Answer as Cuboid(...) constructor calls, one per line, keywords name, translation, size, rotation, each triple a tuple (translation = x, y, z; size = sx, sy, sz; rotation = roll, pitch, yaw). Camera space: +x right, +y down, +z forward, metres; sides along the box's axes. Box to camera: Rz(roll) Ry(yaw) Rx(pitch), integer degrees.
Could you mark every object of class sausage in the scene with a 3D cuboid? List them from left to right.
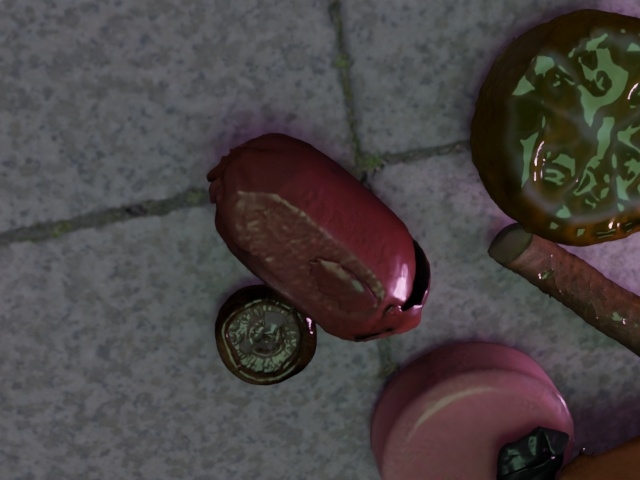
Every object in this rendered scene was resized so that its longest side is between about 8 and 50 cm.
Cuboid(name="sausage", translation=(0.000, 0.000, 1.167), size=(0.280, 0.152, 0.152), rotation=(40, 102, -24))

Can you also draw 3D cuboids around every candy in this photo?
Cuboid(name="candy", translation=(0.188, 0.246, 1.346), size=(0.256, 0.094, 0.255), rotation=(-4, 115, -9))
Cuboid(name="candy", translation=(0.289, -0.119, 1.183), size=(0.260, 0.118, 0.259), rotation=(-4, 113, -10))

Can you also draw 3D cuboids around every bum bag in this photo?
Cuboid(name="bum bag", translation=(0.243, 0.309, 1.304), size=(0.087, 0.049, 0.197), rotation=(-1, 114, -16))

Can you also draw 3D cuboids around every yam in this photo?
Cuboid(name="yam", translation=(0.321, 0.067, 1.304), size=(0.300, 0.066, 0.066), rotation=(30, 106, -22))

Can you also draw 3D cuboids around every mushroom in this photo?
Cuboid(name="mushroom", translation=(-0.062, 0.106, 1.260), size=(0.123, 0.052, 0.123), rotation=(-2, 108, -6))

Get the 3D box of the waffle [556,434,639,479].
Cuboid(name="waffle", translation=(0.429, 0.352, 1.382), size=(0.348, 0.077, 0.304), rotation=(-17, 123, -26))
